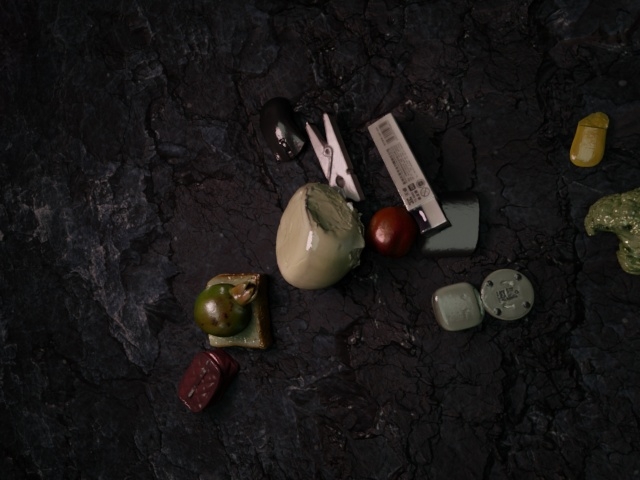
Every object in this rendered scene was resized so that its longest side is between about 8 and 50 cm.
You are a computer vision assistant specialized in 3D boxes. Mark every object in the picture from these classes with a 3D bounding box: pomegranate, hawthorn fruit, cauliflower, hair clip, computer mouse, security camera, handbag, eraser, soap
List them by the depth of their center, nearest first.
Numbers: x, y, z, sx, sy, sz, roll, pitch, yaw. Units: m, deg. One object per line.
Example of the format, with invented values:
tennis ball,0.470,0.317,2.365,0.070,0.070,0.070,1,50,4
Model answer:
cauliflower,0.894,-0.021,1.328,0.273,0.275,0.250,-14,124,-9
soap,0.790,-0.300,1.442,0.089,0.033,0.168,9,91,18
security camera,0.501,0.186,1.518,0.302,0.080,0.157,-16,81,9
eraser,0.284,-0.210,1.569,0.098,0.096,0.403,-29,73,18
hawthorn fruit,0.229,-0.037,1.580,0.169,0.169,0.188,17,89,20
pomegranate,-0.323,0.240,1.674,0.241,0.159,0.189,-7,89,18
hair clip,0.053,-0.274,1.687,0.101,0.085,0.330,-24,87,20
computer mouse,-0.150,-0.400,1.768,0.147,0.088,0.264,-32,81,19
handbag,-0.420,0.517,1.816,0.146,0.135,0.225,36,102,22

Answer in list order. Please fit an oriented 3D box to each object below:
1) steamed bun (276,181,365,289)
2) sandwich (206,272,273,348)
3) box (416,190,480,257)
steamed bun,0.000,0.000,1.607,0.312,0.233,0.333,130,146,-49
sandwich,-0.304,0.255,1.801,0.249,0.095,0.273,-5,88,24
box,0.410,-0.052,1.572,0.201,0.042,0.212,-2,87,20
